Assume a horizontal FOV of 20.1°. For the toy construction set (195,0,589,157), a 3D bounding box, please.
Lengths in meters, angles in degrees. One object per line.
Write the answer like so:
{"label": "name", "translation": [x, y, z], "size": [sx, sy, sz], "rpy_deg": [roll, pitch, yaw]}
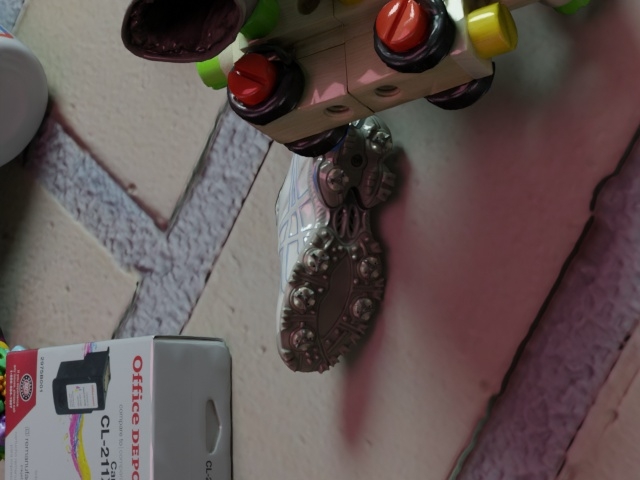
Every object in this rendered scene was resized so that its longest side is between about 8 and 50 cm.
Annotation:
{"label": "toy construction set", "translation": [0.033, -0.171, 1.107], "size": [0.327, 0.151, 0.215], "rpy_deg": [-26, 57, 40]}

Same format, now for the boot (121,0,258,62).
{"label": "boot", "translation": [-0.060, -0.188, 1.077], "size": [0.189, 0.076, 0.209], "rpy_deg": [-25, 40, 58]}

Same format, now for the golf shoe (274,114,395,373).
{"label": "golf shoe", "translation": [0.000, 0.000, 1.204], "size": [0.086, 0.069, 0.176], "rpy_deg": [11, 87, 62]}

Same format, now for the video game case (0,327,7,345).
{"label": "video game case", "translation": [-0.364, -0.020, 1.485], "size": [0.232, 0.042, 0.210], "rpy_deg": [23, 139, 43]}

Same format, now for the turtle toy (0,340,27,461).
{"label": "turtle toy", "translation": [-0.243, 0.135, 1.398], "size": [0.066, 0.095, 0.130], "rpy_deg": [-13, 102, 29]}

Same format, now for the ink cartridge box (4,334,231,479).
{"label": "ink cartridge box", "translation": [-0.150, 0.137, 1.315], "size": [0.175, 0.072, 0.128], "rpy_deg": [-10, 78, 44]}

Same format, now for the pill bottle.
{"label": "pill bottle", "translation": [-0.329, -0.154, 1.490], "size": [0.221, 0.124, 0.124], "rpy_deg": [40, 112, 41]}
